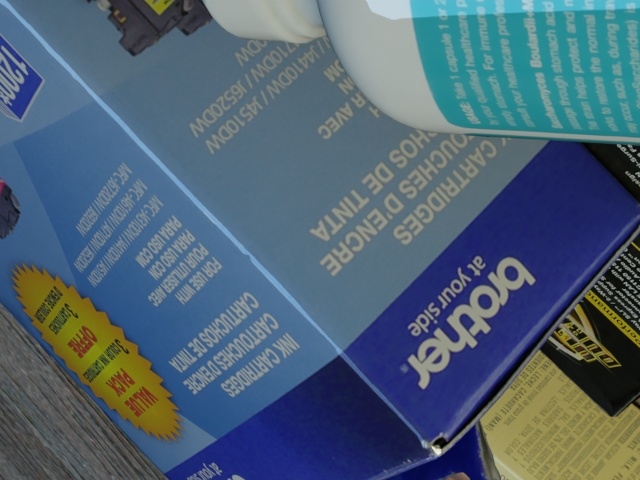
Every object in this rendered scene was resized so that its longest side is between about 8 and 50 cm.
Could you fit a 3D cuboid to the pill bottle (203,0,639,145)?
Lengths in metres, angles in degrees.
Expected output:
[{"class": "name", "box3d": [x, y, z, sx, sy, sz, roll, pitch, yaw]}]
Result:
[{"class": "pill bottle", "box3d": [0.096, -0.100, 0.510, 0.264, 0.146, 0.146, 5, 137, 22]}]

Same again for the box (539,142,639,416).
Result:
[{"class": "box", "box3d": [0.078, -0.092, 0.723, 0.322, 0.079, 0.257, 44, 156, 5]}]

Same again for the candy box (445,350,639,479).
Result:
[{"class": "candy box", "box3d": [0.185, 0.198, 0.965, 0.316, 0.087, 0.183, 39, 153, 14]}]

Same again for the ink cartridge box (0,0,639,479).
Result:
[{"class": "ink cartridge box", "box3d": [-0.046, -0.025, 0.753, 0.395, 0.151, 0.270, 45, 155, -1]}]
